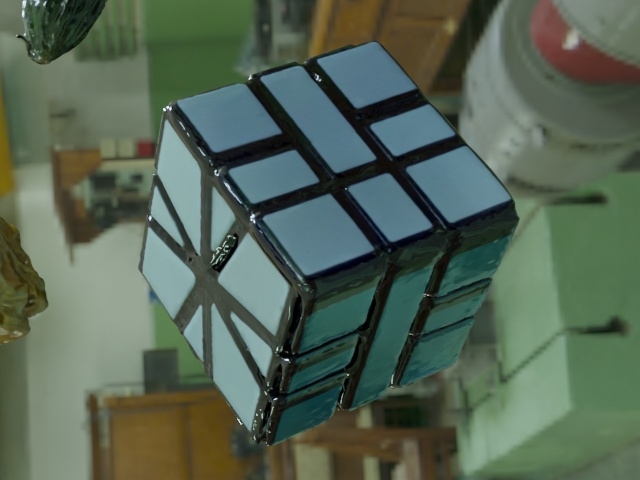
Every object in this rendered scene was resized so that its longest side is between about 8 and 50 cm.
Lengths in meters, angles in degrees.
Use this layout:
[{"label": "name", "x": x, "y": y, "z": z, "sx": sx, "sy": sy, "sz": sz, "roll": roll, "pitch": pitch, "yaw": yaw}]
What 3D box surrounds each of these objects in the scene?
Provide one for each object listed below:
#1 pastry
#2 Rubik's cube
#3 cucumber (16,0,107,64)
[{"label": "pastry", "x": -0.361, "y": 0.035, "z": 1.232, "sx": 0.154, "sy": 0.250, "sz": 0.102, "roll": 53, "pitch": -139, "yaw": -43}, {"label": "Rubik's cube", "x": 0.000, "y": 0.000, "z": 1.545, "sx": 0.293, "sy": 0.283, "sz": 0.288, "roll": 52, "pitch": 146, "yaw": 26}, {"label": "cucumber", "x": -0.177, "y": -0.254, "z": 1.173, "sx": 0.077, "sy": 0.077, "sz": 0.265, "roll": 97, "pitch": -168, "yaw": -55}]
